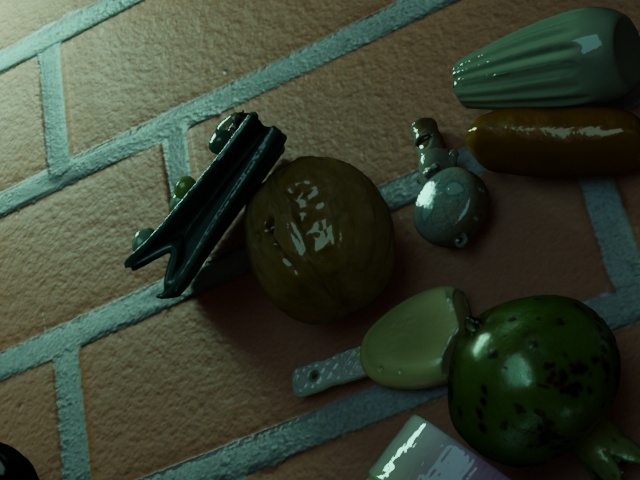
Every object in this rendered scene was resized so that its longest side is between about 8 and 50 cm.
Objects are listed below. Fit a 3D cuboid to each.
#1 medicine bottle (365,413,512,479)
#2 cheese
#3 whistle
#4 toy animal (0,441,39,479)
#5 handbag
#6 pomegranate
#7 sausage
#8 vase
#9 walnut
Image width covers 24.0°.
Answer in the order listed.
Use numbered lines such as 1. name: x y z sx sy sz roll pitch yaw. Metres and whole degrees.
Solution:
1. medicine bottle: 0.074 0.404 1.681 0.219 0.219 0.388 32 83 38
2. cheese: 0.076 0.149 1.918 0.255 0.050 0.127 -23 58 21
3. whistle: 0.162 -0.073 1.979 0.107 0.057 0.220 -39 46 25
4. toy animal: -0.423 0.399 2.010 0.187 0.165 0.235 -37 48 -12
5. handbag: -0.160 -0.053 2.032 0.100 0.269 0.274 35 90 0
6. pomegranate: 0.260 0.177 1.720 0.211 0.211 0.263 -44 93 4
7. sausage: 0.297 -0.124 1.896 0.238 0.098 0.098 1 67 29
8. vase: 0.286 -0.222 1.944 0.248 0.128 0.128 -8 62 37
9. walnut: 0.000 0.000 1.952 0.195 0.195 0.221 -28 54 16
